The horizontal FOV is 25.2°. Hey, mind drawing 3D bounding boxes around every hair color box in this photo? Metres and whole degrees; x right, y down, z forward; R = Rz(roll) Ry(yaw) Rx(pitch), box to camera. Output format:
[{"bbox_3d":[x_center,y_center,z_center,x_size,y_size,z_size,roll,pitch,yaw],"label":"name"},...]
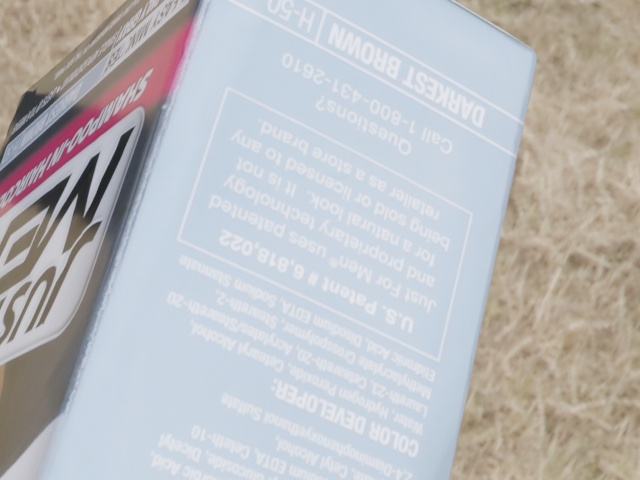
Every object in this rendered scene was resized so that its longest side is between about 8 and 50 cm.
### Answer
[{"bbox_3d":[-0.068,0.106,0.411,0.114,0.185,0.374,26,63,-23],"label":"hair color box"}]
